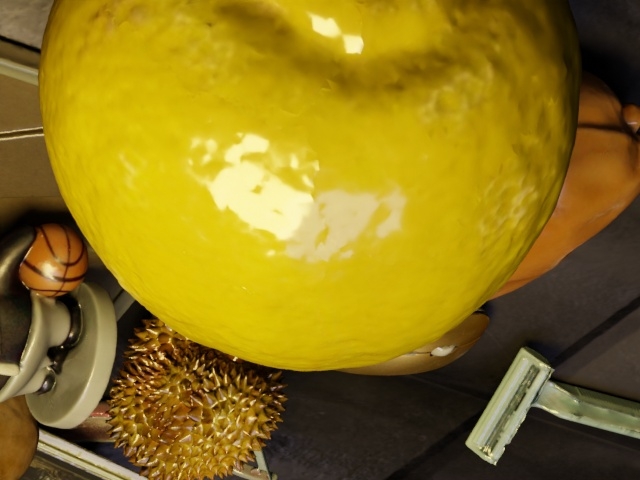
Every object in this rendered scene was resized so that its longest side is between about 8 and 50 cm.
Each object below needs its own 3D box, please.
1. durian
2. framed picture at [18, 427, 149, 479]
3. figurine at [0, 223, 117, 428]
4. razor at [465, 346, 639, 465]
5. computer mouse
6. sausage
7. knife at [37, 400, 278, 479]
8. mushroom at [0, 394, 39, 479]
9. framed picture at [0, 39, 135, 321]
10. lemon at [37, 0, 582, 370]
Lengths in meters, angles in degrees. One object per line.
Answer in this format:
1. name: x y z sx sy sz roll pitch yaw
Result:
1. durian: -0.102 0.123 1.533 0.137 0.158 0.168 33 133 -20
2. framed picture: -0.329 0.215 1.688 0.296 0.019 0.232 26 136 -14
3. figurine: -0.275 0.055 1.393 0.236 0.133 0.176 14 109 -35
4. razor: 0.267 0.162 1.718 0.278 0.056 0.111 12 118 -31
5. computer mouse: 0.044 0.074 1.576 0.199 0.045 0.102 10 143 -18
6. sausage: 0.136 -0.034 1.378 0.136 0.120 0.241 11 143 -43
7. knife: -0.179 0.175 1.668 0.278 0.053 0.123 2 139 10
8. mushroom: -0.385 0.195 1.577 0.350 0.128 0.128 -19 141 29
9. framed picture: -0.309 -0.049 1.388 0.446 0.028 0.326 17 138 -27
10. lemon: -0.006 -0.082 1.134 0.348 0.348 0.348 -3 143 -2
